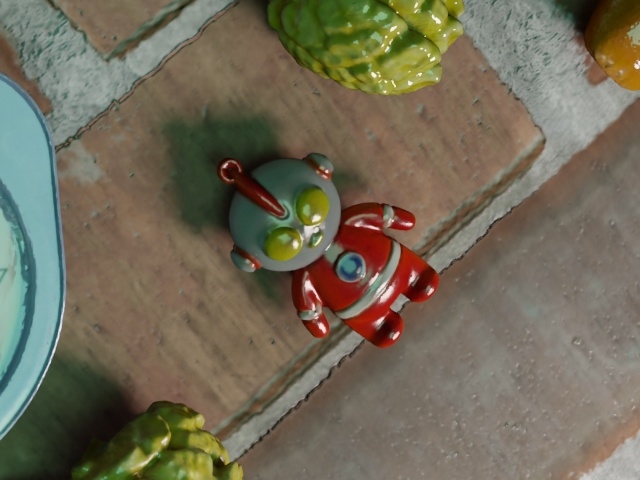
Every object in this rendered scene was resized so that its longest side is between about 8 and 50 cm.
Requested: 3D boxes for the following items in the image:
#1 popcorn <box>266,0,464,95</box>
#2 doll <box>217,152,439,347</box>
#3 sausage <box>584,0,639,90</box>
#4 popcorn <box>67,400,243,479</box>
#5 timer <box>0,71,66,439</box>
[{"bbox_3d":[0.043,-0.199,1.411,0.174,0.173,0.142,-1,115,-22],"label":"popcorn"},{"bbox_3d":[0.000,0.000,1.500,0.245,0.076,0.142,39,89,-32],"label":"doll"},{"bbox_3d":[0.328,-0.249,1.545,0.098,0.098,0.238,35,94,-28],"label":"sausage"},{"bbox_3d":[-0.169,0.228,1.467,0.173,0.168,0.195,38,126,-22],"label":"popcorn"},{"bbox_3d":[-0.374,0.047,1.258,0.395,0.173,0.395,-6,103,-24],"label":"timer"}]
